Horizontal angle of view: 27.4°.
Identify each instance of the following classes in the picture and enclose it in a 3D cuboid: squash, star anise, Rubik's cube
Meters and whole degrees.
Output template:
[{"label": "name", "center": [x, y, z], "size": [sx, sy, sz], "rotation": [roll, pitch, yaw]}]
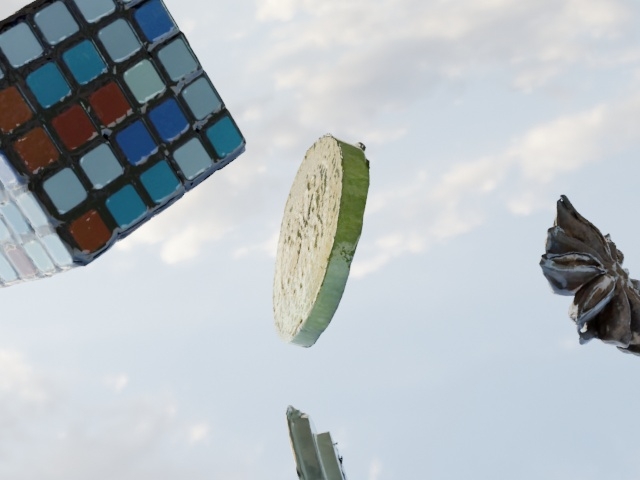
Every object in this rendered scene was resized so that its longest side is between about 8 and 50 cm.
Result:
[{"label": "squash", "center": [-0.005, -0.002, 1.336], "size": [0.041, 0.219, 0.219], "rotation": [15, -160, -13]}, {"label": "star anise", "center": [0.289, 0.047, 1.356], "size": [0.065, 0.195, 0.182], "rotation": [-46, -153, 35]}, {"label": "Rubik's cube", "center": [-0.206, -0.089, 1.028], "size": [0.187, 0.182, 0.184], "rotation": [-39, -163, -31]}]

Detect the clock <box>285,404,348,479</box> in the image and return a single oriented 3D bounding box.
[{"label": "clock", "center": [0.013, 0.311, 1.622], "size": [0.053, 0.236, 0.236], "rotation": [-17, -157, 2]}]
